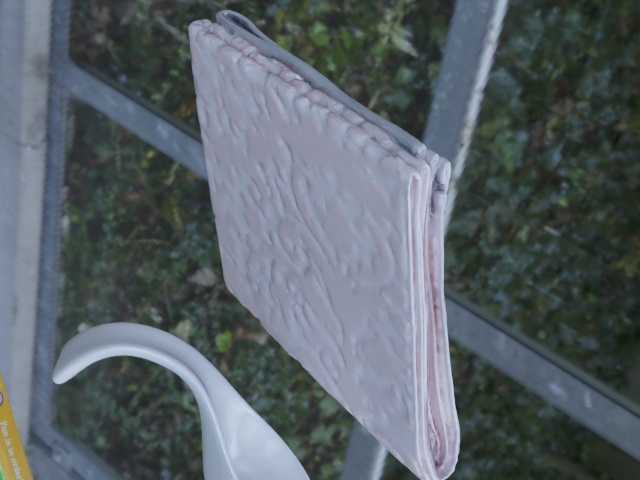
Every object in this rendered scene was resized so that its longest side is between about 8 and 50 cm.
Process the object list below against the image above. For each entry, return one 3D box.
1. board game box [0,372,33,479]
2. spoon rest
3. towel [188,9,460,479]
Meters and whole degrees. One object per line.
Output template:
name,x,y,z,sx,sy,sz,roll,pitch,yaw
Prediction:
board game box,-0.307,0.156,0.925,0.039,0.124,0.259,-26,102,-55
spoon rest,-0.090,0.163,0.921,0.084,0.276,0.137,-41,-160,18
towel,0.000,0.000,0.929,0.053,0.332,0.317,-24,130,-24
